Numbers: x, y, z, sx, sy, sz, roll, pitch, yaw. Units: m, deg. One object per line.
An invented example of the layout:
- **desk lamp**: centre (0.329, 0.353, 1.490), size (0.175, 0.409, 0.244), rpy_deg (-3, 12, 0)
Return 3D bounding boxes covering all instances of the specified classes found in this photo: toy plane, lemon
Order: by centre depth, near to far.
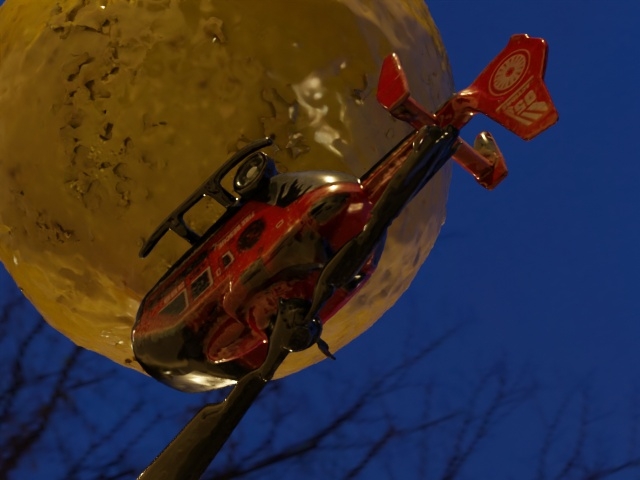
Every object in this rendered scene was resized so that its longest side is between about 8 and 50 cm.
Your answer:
- **toy plane**: centre (0.000, 0.000, 0.462), size (0.145, 0.037, 0.060), rpy_deg (-42, -150, 20)
- **lemon**: centre (-0.055, -0.060, 1.025), size (0.258, 0.310, 0.258), rpy_deg (3, -68, 8)
